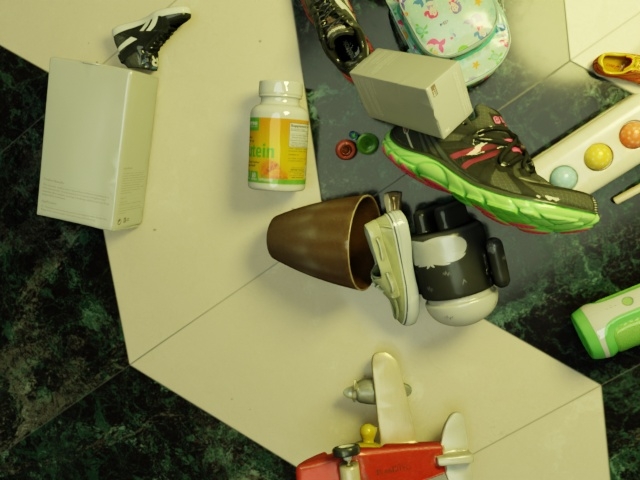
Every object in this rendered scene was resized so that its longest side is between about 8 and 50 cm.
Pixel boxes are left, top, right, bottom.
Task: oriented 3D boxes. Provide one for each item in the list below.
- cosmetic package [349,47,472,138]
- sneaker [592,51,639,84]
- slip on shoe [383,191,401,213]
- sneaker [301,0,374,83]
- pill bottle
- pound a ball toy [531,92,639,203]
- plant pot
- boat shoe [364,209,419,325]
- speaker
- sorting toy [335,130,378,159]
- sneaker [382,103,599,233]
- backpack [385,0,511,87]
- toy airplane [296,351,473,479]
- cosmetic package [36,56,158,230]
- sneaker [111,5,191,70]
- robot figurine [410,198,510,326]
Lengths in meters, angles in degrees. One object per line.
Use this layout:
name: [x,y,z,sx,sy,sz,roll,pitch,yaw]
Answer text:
cosmetic package: [0.184,-0.307,1.190,0.107,0.127,0.238,-45,43,-16]
sneaker: [0.667,-0.361,1.212,0.174,0.067,0.064,4,97,8]
slip on shoe: [0.181,-0.048,1.360,0.041,0.051,0.136,-10,89,14]
sneaker: [0.032,-0.482,1.280,0.097,0.135,0.276,-30,91,15]
pill bottle: [-0.097,-0.241,1.338,0.136,0.136,0.246,5,99,10]
pound a ball toy: [0.617,-0.157,1.217,0.319,0.136,0.208,-33,91,14]
plant pot: [0.000,0.000,1.337,0.230,0.215,0.216,3,99,25]
boat shoe: [0.160,0.070,1.316,0.094,0.109,0.303,-15,118,-4]
speaker: [0.710,0.152,1.250,0.296,0.131,0.131,-26,93,13]
sorting toy: [0.082,-0.229,1.360,0.101,0.042,0.061,-16,111,1]
sneaker: [0.341,-0.166,1.177,0.482,0.185,0.202,33,97,30]
backpack: [0.277,-0.445,1.218,0.225,0.191,0.254,-23,97,10]
toy airplane: [0.166,0.518,1.365,0.384,0.272,0.386,41,67,-8]
cosmetic package: [-0.545,-0.235,1.417,0.217,0.156,0.385,14,99,8]
sneaker: [-0.392,-0.477,1.395,0.216,0.079,0.121,-11,99,20]
robot figurine: [0.298,0.052,1.292,0.173,0.209,0.279,-16,95,-4]
